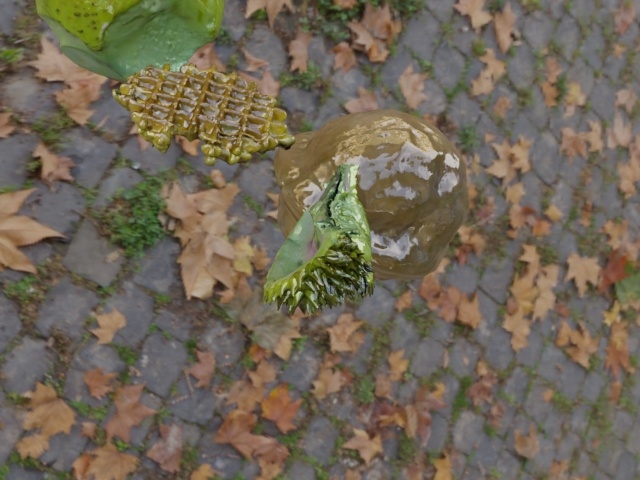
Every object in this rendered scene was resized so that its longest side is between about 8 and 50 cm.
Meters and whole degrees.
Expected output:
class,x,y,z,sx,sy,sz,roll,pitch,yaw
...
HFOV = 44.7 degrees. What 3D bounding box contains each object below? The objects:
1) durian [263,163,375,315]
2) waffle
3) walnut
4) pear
class,x,y,z,sx,sy,sz,roll,pitch,yaw
durian,0.000,0.000,1.106,0.158,0.352,0.169,1,112,5
waffle,-0.166,-0.184,1.107,0.228,0.231,0.051,-19,141,-37
walnut,0.097,-0.085,1.481,0.383,0.383,0.384,-6,100,-36
pear,-0.291,-0.385,1.186,0.286,0.176,0.282,-51,154,0
